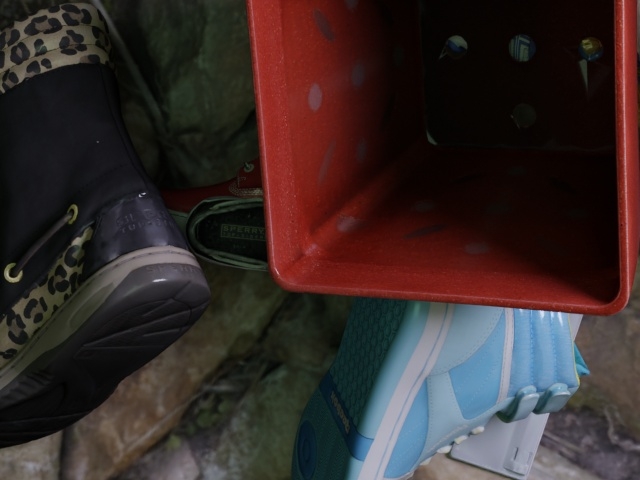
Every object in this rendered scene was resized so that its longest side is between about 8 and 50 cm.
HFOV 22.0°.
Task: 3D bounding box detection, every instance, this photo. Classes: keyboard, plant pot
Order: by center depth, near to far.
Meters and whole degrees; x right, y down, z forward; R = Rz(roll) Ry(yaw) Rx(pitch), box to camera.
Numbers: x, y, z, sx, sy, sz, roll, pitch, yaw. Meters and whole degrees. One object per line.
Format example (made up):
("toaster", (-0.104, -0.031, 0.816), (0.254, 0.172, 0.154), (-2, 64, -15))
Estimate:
("plant pot", (0.121, -0.118, 1.224), (0.267, 0.236, 0.267), (4, 110, 23))
("keyboard", (0.184, 0.078, 1.427), (0.072, 0.014, 0.256), (19, 95, 9))

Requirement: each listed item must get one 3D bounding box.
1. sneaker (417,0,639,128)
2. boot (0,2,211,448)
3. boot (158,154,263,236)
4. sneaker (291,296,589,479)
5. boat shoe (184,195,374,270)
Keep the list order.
("sneaker", (0.151, -0.192, 1.380), (0.131, 0.112, 0.296), (-39, 87, 24))
("boot", (-0.259, 0.003, 1.392), (0.377, 0.138, 0.284), (-36, 63, 40))
("boot", (-0.037, -0.073, 1.404), (0.244, 0.088, 0.176), (4, 93, -3))
("sneaker", (0.107, 0.145, 1.377), (0.208, 0.127, 0.319), (5, 129, -24))
("boat shoe", (0.000, 0.000, 1.334), (0.219, 0.070, 0.077), (0, 92, -6))
